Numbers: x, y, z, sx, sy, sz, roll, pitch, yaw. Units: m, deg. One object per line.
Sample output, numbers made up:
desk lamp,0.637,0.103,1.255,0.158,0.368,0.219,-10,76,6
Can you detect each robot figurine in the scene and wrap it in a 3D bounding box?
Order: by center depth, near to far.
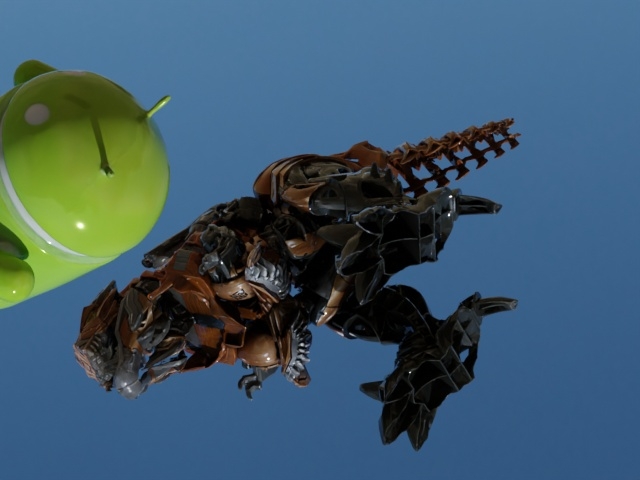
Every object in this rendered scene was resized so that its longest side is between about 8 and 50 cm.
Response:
robot figurine,-0.099,-0.017,0.498,0.115,0.067,0.101,-22,-151,36

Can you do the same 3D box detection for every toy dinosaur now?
toy dinosaur,0.000,0.000,0.932,0.322,0.164,0.218,-50,-139,-10
